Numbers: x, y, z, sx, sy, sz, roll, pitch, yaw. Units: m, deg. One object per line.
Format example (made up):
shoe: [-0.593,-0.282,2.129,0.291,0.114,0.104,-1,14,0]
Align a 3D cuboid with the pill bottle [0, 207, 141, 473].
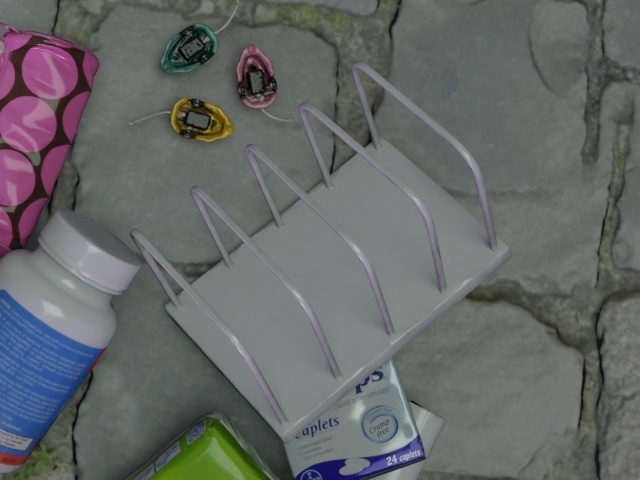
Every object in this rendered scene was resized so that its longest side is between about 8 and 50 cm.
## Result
pill bottle: [-0.258,0.086,1.267,0.124,0.124,0.221,35,97,-11]

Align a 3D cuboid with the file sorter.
file sorter: [0.000,0.000,1.291,0.278,0.173,0.193,-38,57,-12]

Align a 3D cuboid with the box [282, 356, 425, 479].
box: [0.021,0.163,1.357,0.126,0.072,0.137,-19,79,2]

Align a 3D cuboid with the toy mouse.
toy mouse: [-0.098,-0.164,1.383,0.161,0.031,0.143,11,87,-14]

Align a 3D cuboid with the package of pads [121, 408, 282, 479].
package of pads: [-0.092,0.336,1.317,0.229,0.101,0.296,-39,97,4]

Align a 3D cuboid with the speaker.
speaker: [0.071,0.225,1.406,0.055,0.055,0.136,28,82,-12]

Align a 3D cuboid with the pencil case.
pencil case: [-0.284,-0.090,1.307,0.098,0.095,0.209,24,81,-43]
